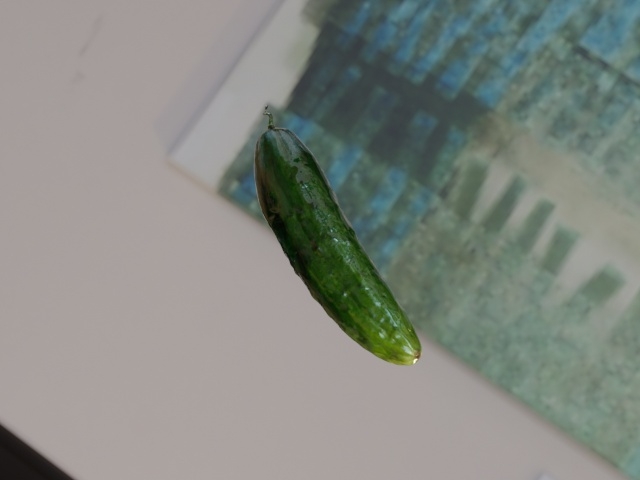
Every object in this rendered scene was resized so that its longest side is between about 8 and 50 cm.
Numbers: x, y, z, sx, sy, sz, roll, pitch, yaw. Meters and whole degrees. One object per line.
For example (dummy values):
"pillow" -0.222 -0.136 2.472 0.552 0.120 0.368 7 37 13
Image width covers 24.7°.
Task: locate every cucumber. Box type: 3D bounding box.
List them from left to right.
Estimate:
"cucumber" 0.000 0.000 0.720 0.039 0.168 0.039 -23 150 -14
